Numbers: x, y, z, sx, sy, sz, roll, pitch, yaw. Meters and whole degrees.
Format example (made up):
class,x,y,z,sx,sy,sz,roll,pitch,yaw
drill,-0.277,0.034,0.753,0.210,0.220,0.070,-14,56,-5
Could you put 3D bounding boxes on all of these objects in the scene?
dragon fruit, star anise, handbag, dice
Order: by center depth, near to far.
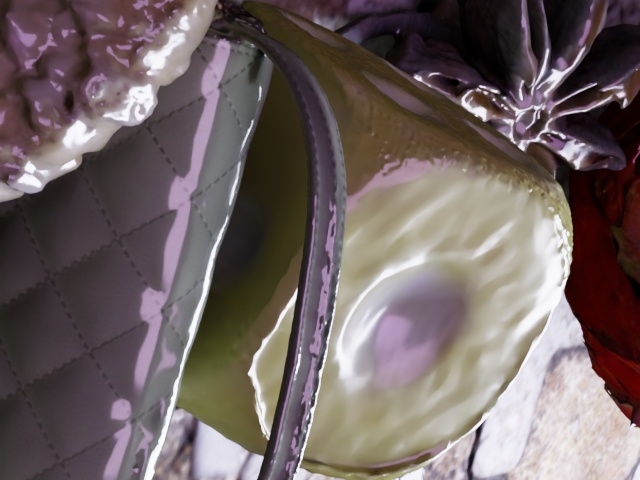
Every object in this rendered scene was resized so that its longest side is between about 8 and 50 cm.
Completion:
class,x,y,z,sx,sy,sz,roll,pitch,yaw
handbag,-0.089,0.016,0.717,0.079,0.219,0.256,6,102,-56
dice,0.000,0.000,0.832,0.166,0.169,0.169,22,104,-42
star anise,0.091,-0.086,0.994,0.209,0.089,0.231,-46,132,2
dragon fruit,0.304,0.009,1.141,0.296,0.295,0.301,-60,145,-9

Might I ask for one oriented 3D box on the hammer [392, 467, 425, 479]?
class,x,y,z,sx,sy,sz,roll,pitch,yaw
hammer,0.003,0.164,1.079,0.182,0.017,0.062,-13,117,-47

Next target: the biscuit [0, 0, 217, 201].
class,x,y,z,sx,sy,sz,roll,pitch,yaw
biscuit,-0.118,-0.122,0.644,0.084,0.179,0.281,154,-47,-79
